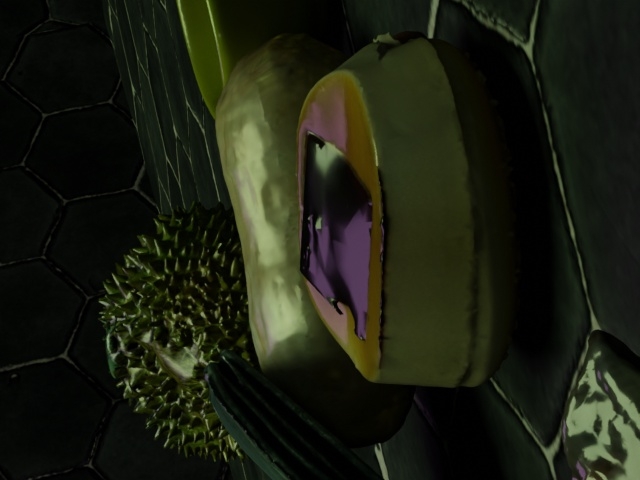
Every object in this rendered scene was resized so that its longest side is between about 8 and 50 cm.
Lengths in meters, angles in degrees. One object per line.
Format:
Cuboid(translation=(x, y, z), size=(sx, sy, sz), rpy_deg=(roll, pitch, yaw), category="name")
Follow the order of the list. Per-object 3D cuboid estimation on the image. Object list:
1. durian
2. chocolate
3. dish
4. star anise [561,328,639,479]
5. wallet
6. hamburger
Cuboid(translation=(-0.103, 0.091, 1.497), size=(0.291, 0.224, 0.291), rpy_deg=(170, 90, -74), category="durian")
Cuboid(translation=(0.000, 0.000, 1.120), size=(0.134, 0.134, 0.309), rpy_deg=(154, 104, -79), category="chocolate")
Cuboid(translation=(-0.062, -0.233, 1.228), size=(0.221, 0.108, 0.263), rpy_deg=(-160, 57, -78), category="dish")
Cuboid(translation=(0.130, 0.132, 0.422), size=(0.089, 0.209, 0.231), rpy_deg=(-51, 4, 36), category="star anise")
Cuboid(translation=(0.023, 0.201, 1.086), size=(0.290, 0.054, 0.251), rpy_deg=(41, 165, 6), category="wallet")
Cuboid(translation=(0.056, -0.016, 0.871), size=(0.173, 0.116, 0.210), rpy_deg=(-132, 35, -54), category="hamburger")
